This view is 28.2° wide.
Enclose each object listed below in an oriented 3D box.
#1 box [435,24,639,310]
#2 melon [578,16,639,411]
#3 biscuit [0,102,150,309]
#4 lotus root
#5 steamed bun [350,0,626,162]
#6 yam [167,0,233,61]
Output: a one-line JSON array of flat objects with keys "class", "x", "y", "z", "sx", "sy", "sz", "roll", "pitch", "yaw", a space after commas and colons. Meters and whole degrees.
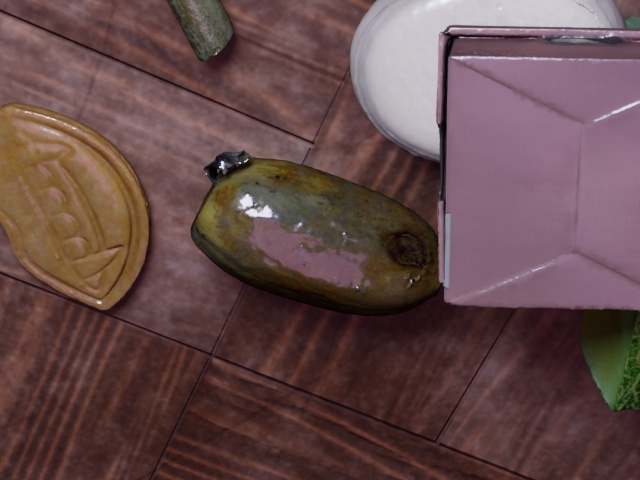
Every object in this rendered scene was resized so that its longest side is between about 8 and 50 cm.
[{"class": "box", "x": 0.194, "y": -0.053, "z": 0.973, "sx": 0.215, "sy": 0.086, "sz": 0.215, "roll": 3, "pitch": 111, "yaw": 9}, {"class": "melon", "x": 0.304, "y": -0.028, "z": 1.111, "sx": 0.124, "sy": 0.196, "sz": 0.323, "roll": 19, "pitch": 123, "yaw": 42}, {"class": "biscuit", "x": -0.233, "y": -0.032, "z": 1.185, "sx": 0.142, "sy": 0.029, "sz": 0.220, "roll": -16, "pitch": 115, "yaw": 8}, {"class": "lotus root", "x": 0.000, "y": 0.000, "z": 1.141, "sx": 0.241, "sy": 0.124, "sz": 0.123, "roll": 21, "pitch": 100, "yaw": -6}, {"class": "steamed bun", "x": 0.141, "y": -0.151, "z": 1.060, "sx": 0.228, "sy": 0.130, "sz": 0.177, "roll": -3, "pitch": 113, "yaw": 13}, {"class": "yam", "x": -0.107, "y": -0.204, "z": 1.090, "sx": 0.043, "sy": 0.043, "sz": 0.094, "roll": -22, "pitch": 115, "yaw": 12}]
